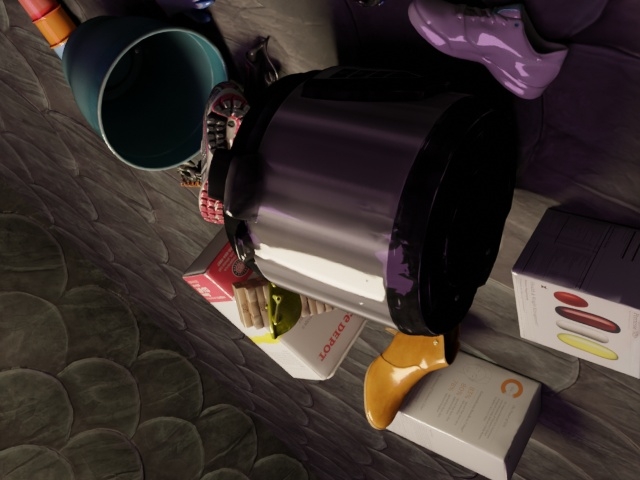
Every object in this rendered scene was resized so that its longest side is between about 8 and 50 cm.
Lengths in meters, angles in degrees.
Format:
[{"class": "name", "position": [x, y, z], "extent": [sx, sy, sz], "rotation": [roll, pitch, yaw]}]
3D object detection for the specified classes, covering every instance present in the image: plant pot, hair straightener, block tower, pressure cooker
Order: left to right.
[{"class": "plant pot", "position": [-0.357, -0.309, 1.328], "extent": [0.255, 0.271, 0.271], "rotation": [36, 158, 37]}, {"class": "hair straightener", "position": [-0.101, -0.283, 1.292], "extent": [0.089, 0.047, 0.230], "rotation": [31, 149, 9]}, {"class": "block tower", "position": [-0.009, 0.102, 1.470], "extent": [0.091, 0.335, 0.097], "rotation": [-153, 50, -72]}, {"class": "pressure cooker", "position": [0.048, -0.073, 1.077], "extent": [0.420, 0.375, 0.370], "rotation": [18, 151, 31]}]

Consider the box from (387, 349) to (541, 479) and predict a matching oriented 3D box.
[{"class": "box", "position": [0.336, 0.405, 1.691], "extent": [0.345, 0.215, 0.168], "rotation": [20, 150, 31]}]

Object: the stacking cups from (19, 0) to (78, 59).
[{"class": "stacking cups", "position": [-0.550, -0.418, 1.532], "extent": [0.096, 0.096, 0.316], "rotation": [5, 140, 46]}]

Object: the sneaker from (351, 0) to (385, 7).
[{"class": "sneaker", "position": [0.077, -0.374, 0.832], "extent": [0.079, 0.121, 0.217], "rotation": [27, 152, 16]}]

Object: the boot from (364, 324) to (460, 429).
[{"class": "boot", "position": [0.212, 0.287, 1.564], "extent": [0.104, 0.295, 0.211], "rotation": [26, 159, -29]}]

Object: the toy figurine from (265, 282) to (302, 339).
[{"class": "toy figurine", "position": [0.000, 0.000, 1.337], "extent": [0.217, 0.362, 0.191], "rotation": [-1, 166, -11]}]

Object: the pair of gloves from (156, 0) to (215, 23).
[{"class": "pair of gloves", "position": [-0.272, -0.463, 1.214], "extent": [0.159, 0.023, 0.198], "rotation": [2, 137, 49]}]

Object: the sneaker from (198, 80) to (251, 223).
[{"class": "sneaker", "position": [-0.174, -0.160, 1.339], "extent": [0.121, 0.112, 0.299], "rotation": [0, 128, -16]}]

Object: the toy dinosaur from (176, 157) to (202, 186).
[{"class": "toy dinosaur", "position": [-0.223, -0.164, 1.501], "extent": [0.218, 0.164, 0.322], "rotation": [30, 129, -30]}]

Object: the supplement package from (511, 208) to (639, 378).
[{"class": "supplement package", "position": [0.441, 0.084, 1.116], "extent": [0.203, 0.149, 0.194], "rotation": [18, 148, 34]}]

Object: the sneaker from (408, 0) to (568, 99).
[{"class": "sneaker", "position": [0.220, -0.276, 0.895], "extent": [0.212, 0.080, 0.094], "rotation": [29, 142, -1]}]

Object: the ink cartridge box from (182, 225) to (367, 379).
[{"class": "ink cartridge box", "position": [-0.080, 0.106, 1.621], "extent": [0.384, 0.279, 0.160], "rotation": [45, 153, -18]}]
